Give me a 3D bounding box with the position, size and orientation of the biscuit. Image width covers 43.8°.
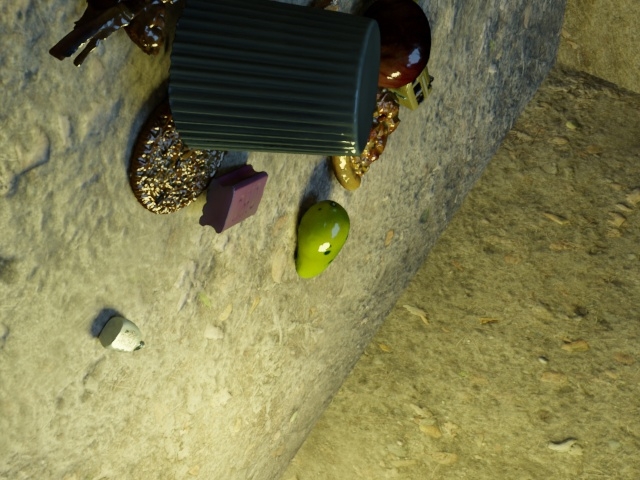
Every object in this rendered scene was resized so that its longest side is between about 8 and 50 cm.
[{"bbox_3d":[-0.277,-0.186,1.651,0.305,0.038,0.305,-48,155,-31],"label":"biscuit"}]

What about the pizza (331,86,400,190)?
[{"bbox_3d":[0.133,-0.328,2.323,0.278,0.114,0.408,-25,141,-49],"label":"pizza"}]

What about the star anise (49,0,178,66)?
[{"bbox_3d":[-0.302,-0.364,1.227,0.346,0.148,0.237,-57,158,-48],"label":"star anise"}]

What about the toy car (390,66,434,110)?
[{"bbox_3d":[0.266,-0.496,2.412,0.124,0.101,0.256,-56,160,-4],"label":"toy car"}]

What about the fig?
[{"bbox_3d":[0.181,-0.510,2.058,0.215,0.235,0.235,27,92,-26],"label":"fig"}]

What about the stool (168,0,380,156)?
[{"bbox_3d":[-0.071,-0.299,1.466,0.297,0.330,0.297,8,90,-80],"label":"stool"}]

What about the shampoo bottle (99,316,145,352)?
[{"bbox_3d":[-0.434,0.219,1.789,0.077,0.045,0.152,-60,157,-8],"label":"shampoo bottle"}]

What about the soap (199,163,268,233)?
[{"bbox_3d":[-0.199,-0.100,1.852,0.203,0.066,0.122,-38,151,-65],"label":"soap"}]

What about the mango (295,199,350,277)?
[{"bbox_3d":[0.000,0.000,2.382,0.175,0.143,0.293,-40,160,-40],"label":"mango"}]

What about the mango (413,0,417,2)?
[{"bbox_3d":[0.225,-0.675,2.125,0.130,0.092,0.194,-57,168,-19],"label":"mango"}]

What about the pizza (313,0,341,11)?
[{"bbox_3d":[-0.003,-0.470,1.893,0.185,0.052,0.195,-50,150,-17],"label":"pizza"}]
